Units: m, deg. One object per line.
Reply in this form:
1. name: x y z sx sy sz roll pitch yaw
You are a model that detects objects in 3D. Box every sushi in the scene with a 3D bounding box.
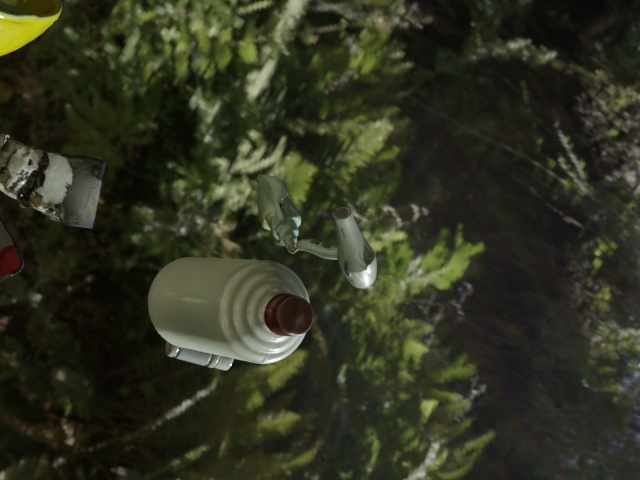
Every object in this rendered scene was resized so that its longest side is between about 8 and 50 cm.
1. sushi: -0.535 -0.114 1.975 0.109 0.273 0.134 13 -91 42

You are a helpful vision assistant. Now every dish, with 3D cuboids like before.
1. dish: -0.280 -0.185 0.819 0.080 0.148 0.208 -52 -163 18

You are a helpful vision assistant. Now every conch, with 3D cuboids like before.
1. conch: -0.074 -0.050 1.781 0.065 0.088 0.180 -26 -124 0

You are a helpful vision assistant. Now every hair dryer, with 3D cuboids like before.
1. hair dryer: 0.006 -0.010 1.821 0.199 0.167 0.067 25 -126 22

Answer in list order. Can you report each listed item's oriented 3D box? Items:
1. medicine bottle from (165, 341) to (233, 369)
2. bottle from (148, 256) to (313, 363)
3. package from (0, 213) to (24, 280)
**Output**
1. medicine bottle: -0.170 0.148 1.548 0.058 0.091 0.058 -163 -90 -73
2. bottle: -0.086 0.070 1.118 0.245 0.104 0.104 1 -112 57
3. package: -0.433 -0.045 1.152 0.154 0.239 0.030 -28 -174 -22
